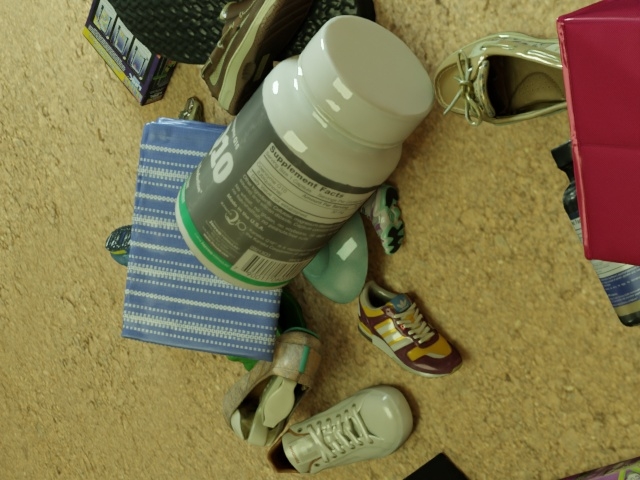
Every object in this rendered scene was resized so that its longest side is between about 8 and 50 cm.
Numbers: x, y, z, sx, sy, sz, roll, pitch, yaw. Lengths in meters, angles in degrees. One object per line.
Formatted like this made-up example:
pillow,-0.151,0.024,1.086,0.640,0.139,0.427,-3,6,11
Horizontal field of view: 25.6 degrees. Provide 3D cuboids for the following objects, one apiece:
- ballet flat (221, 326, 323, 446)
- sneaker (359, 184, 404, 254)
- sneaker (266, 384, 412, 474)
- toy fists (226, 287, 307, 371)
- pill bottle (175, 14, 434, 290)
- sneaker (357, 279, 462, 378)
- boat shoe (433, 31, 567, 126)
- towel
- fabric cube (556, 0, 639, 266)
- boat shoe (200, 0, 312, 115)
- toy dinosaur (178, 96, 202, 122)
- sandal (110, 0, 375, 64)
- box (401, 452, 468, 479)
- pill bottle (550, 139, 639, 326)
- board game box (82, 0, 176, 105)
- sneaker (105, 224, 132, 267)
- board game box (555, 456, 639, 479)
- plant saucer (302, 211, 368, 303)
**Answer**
ballet flat,-0.084,0.249,2.146,0.316,0.107,0.106,118,162,-50
sneaker,0.079,-0.031,1.952,0.069,0.038,0.098,8,106,48
sneaker,0.024,0.303,2.120,0.290,0.123,0.106,-34,81,50
toy fists,-0.125,0.068,2.185,0.142,0.096,0.279,-21,94,36
pill bottle,-0.022,-0.111,1.843,0.204,0.204,0.361,54,129,14
sneaker,0.120,0.122,1.957,0.185,0.069,0.084,27,133,36
boat shoe,0.228,-0.190,1.655,0.285,0.089,0.105,-4,107,50
towel,-0.162,-0.005,2.067,0.243,0.040,0.336,7,91,13
fabric cube,0.416,-0.119,1.352,0.258,0.254,0.259,8,115,46
boat shoe,-0.095,-0.282,1.855,0.095,0.095,0.257,45,129,16
toy dinosaur,-0.195,-0.086,2.150,0.118,0.064,0.268,6,71,30
sandal,-0.109,-0.327,1.973,0.445,0.107,0.168,14,119,30
box,0.168,0.469,2.062,0.184,0.103,0.261,42,136,22
pill bottle,0.348,-0.024,1.581,0.123,0.122,0.219,-28,87,51
board game box,-0.294,-0.320,2.210,0.170,0.048,0.141,51,141,17
sneaker,-0.264,0.019,2.353,0.209,0.069,0.082,1,143,39
board game box,0.396,0.392,1.808,0.347,0.056,0.208,-30,90,51
plant saucer,0.000,0.000,2.021,0.195,0.037,0.195,29,124,53
